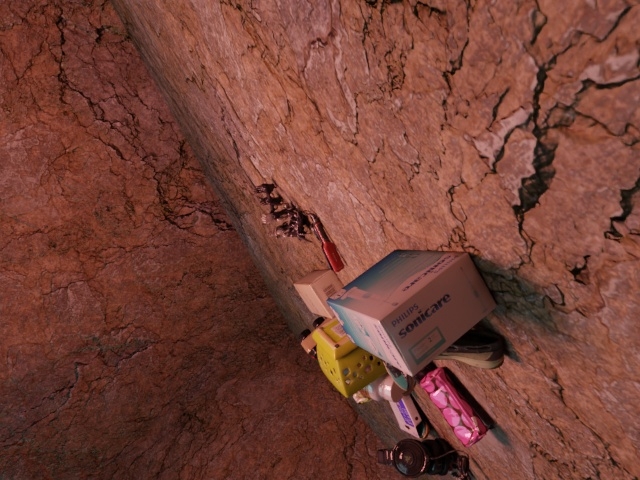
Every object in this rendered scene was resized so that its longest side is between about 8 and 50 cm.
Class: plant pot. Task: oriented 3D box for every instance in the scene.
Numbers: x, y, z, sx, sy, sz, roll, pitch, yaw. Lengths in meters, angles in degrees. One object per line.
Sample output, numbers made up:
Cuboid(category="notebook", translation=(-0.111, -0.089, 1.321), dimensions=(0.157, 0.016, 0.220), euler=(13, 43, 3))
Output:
Cuboid(category="plant pot", translation=(0.109, 0.409, 1.730), dimensions=(0.228, 0.227, 0.207), euler=(31, 145, 59))

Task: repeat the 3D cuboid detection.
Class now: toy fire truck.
Cuboid(category="toy fire truck", translation=(0.033, 0.416, 2.028), dimensions=(0.158, 0.217, 0.246), euler=(46, 177, 32))

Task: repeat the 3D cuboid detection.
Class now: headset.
Cuboid(category="headset", translation=(0.383, 0.828, 1.680), dimensions=(0.394, 0.243, 0.186), euler=(-31, 53, 49))

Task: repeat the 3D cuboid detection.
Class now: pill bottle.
Cuboid(category="pill bottle", translation=(0.207, 0.548, 1.775), dimensions=(0.229, 0.131, 0.131), euler=(3, 130, 43))

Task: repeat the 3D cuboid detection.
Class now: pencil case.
Cuboid(category="pencil case", translation=(0.364, 0.447, 1.244), dimensions=(0.209, 0.095, 0.098), euler=(52, 172, 22))

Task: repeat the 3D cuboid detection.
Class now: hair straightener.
Cuboid(category="hair straightener", translation=(0.000, 0.000, 1.523), dimensions=(0.231, 0.047, 0.089), euler=(59, 165, -11))

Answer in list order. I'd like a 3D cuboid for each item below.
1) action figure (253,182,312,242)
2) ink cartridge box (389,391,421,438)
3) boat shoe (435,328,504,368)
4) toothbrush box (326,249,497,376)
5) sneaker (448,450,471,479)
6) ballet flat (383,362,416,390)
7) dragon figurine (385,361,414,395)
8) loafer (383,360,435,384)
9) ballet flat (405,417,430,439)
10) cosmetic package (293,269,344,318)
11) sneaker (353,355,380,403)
Cuboid(category="action figure", translation=(-0.142, -0.076, 1.636), dimensions=(0.276, 0.140, 0.164), euler=(50, 163, 32))
Cuboid(category="ink cartridge box", translation=(0.335, 0.680, 1.857), dimensions=(0.206, 0.045, 0.209), euler=(135, 113, -74))
Cuboid(category="boat shoe", translation=(0.264, 0.205, 0.949), dimensions=(0.223, 0.080, 0.074), euler=(6, 119, 24))
Cuboid(category="toothbrush box", translation=(0.168, 0.128, 0.937), dimensions=(0.126, 0.216, 0.295), euler=(58, 164, -8))
Cuboid(category="sneaker", translation=(0.511, 0.873, 1.751), dimensions=(0.071, 0.068, 0.170), euler=(43, 176, -21))
Cuboid(category="ballet flat", translation=(0.245, 0.394, 1.563), dimensions=(0.249, 0.086, 0.086), euler=(56, 165, 4))
Cuboid(category="dragon figurine", translation=(0.200, 0.278, 1.191), dimensions=(0.143, 0.289, 0.085), euler=(1, 138, 24))
Cuboid(category="loafer", translation=(0.230, 0.364, 1.342), dimensions=(0.223, 0.078, 0.076), euler=(25, 169, -3))
Cuboid(category="ballet flat", translation=(0.406, 0.763, 1.864), dimensions=(0.073, 0.080, 0.232), euler=(29, 170, -7))
Cuboid(category="cosmetic package", translation=(0.005, 0.210, 1.836), dimensions=(0.160, 0.113, 0.309), euler=(56, 164, -3))
Cuboid(category="sneaker", translation=(0.197, 0.607, 2.005), dimensions=(0.145, 0.147, 0.385), euler=(43, 159, 45))
